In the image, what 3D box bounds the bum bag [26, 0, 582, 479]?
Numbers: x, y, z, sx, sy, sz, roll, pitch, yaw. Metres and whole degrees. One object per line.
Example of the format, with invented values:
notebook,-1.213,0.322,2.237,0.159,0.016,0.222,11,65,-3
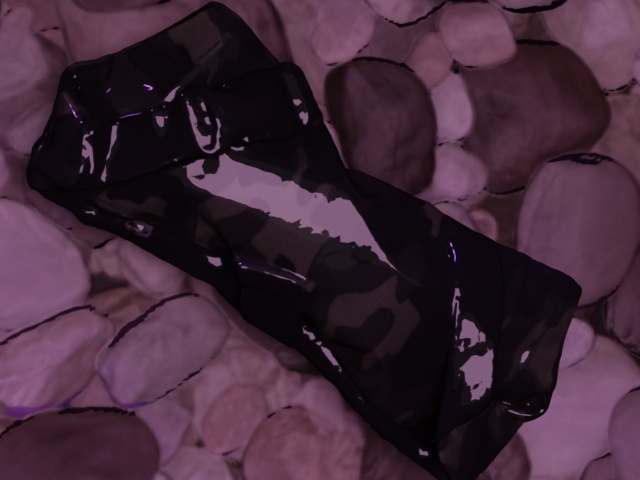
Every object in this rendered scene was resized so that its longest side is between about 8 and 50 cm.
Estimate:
bum bag,0.000,0.000,0.821,0.340,0.095,0.144,37,87,-11
